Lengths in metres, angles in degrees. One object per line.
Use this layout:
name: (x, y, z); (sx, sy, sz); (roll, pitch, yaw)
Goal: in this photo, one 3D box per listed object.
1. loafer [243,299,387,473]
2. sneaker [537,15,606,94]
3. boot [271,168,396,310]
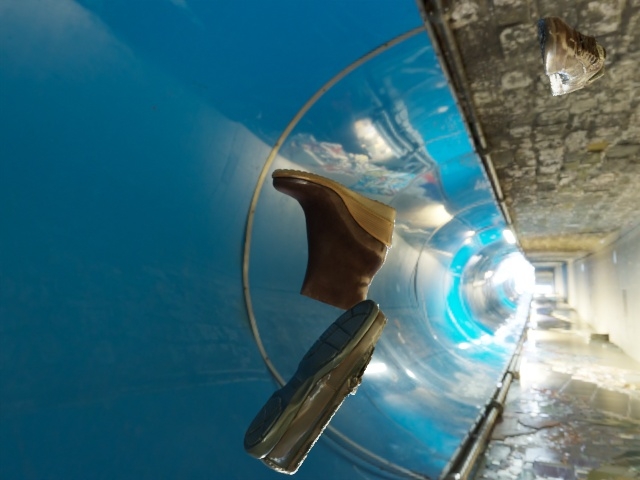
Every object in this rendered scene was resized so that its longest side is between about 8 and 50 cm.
loafer: (0.008, 0.205, 0.656); (0.084, 0.096, 0.267); (45, -98, -15)
sneaker: (0.326, -0.245, 0.596); (0.188, 0.071, 0.067); (0, -99, -60)
boot: (0.000, 0.000, 0.824); (0.090, 0.248, 0.207); (178, 114, -87)
